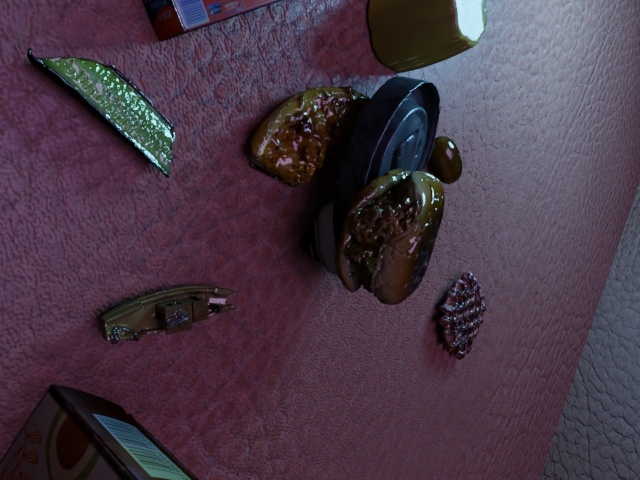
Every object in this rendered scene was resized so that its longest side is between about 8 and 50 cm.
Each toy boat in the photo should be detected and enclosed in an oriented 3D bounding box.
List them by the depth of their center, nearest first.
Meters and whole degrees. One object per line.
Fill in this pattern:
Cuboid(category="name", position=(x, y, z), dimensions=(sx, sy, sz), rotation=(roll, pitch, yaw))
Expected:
Cuboid(category="toy boat", position=(-0.218, 0.106, 0.715), dimensions=(0.206, 0.072, 0.064), rotation=(-10, 107, -41))

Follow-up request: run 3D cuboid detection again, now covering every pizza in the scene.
Cuboid(category="pizza", position=(0.003, -0.191, 0.863), dimensions=(0.305, 0.086, 0.161), rotation=(-31, 119, -35))

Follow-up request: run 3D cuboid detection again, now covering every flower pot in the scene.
Cuboid(category="flower pot", position=(0.223, -0.446, 0.961), dimensions=(0.195, 0.179, 0.195), rotation=(-10, 104, -45))

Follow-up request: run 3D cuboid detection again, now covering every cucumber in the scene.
Cuboid(category="cucumber", position=(-0.270, -0.179, 0.632), dimensions=(0.220, 0.046, 0.070), rotation=(47, 64, -40))

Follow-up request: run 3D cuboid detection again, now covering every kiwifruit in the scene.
Cuboid(category="kiwifruit", position=(0.302, -0.194, 1.159), dimensions=(0.075, 0.075, 0.124), rotation=(-46, 122, -28))

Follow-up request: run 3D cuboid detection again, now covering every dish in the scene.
Cuboid(category="dish", position=(0.000, 0.000, 0.912), dimensions=(0.141, 0.078, 0.141), rotation=(-7, 90, -79))

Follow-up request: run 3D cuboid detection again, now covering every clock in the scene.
Cuboid(category="clock", position=(0.134, -0.159, 0.927), dimensions=(0.312, 0.061, 0.312), rotation=(-46, 151, -35))

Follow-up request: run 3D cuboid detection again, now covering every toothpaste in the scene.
Cuboid(category="toothpaste", position=(-0.106, -0.383, 0.728), dimensions=(0.320, 0.076, 0.066), rotation=(-37, 121, -33))

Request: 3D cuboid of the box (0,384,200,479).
Cuboid(category="box", position=(-0.292, 0.405, 0.509), dimensions=(0.122, 0.344, 0.385), rotation=(43, 68, -41))

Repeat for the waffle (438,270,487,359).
Cuboid(category="waffle", position=(0.394, 0.205, 1.336), dimensions=(0.221, 0.055, 0.234), rotation=(-57, 135, -22))

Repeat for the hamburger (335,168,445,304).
Cuboid(category="hamburger", position=(0.132, -0.012, 0.837), dimensions=(0.243, 0.146, 0.286), rotation=(-61, 156, -20))
